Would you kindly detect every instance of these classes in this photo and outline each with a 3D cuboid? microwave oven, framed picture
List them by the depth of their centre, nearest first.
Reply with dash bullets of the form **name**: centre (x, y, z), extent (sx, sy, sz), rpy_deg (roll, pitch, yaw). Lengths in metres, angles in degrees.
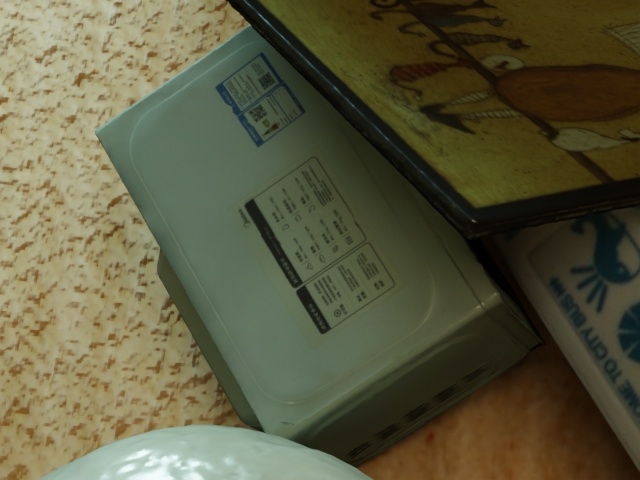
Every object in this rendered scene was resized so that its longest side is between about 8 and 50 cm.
- **framed picture**: centre (0.124, -0.105, 1.019), extent (0.338, 0.014, 0.255), rpy_deg (-10, 44, -38)
- **microwave oven**: centre (0.000, 0.000, 1.029), extent (0.162, 0.122, 0.208), rpy_deg (-34, 68, 7)

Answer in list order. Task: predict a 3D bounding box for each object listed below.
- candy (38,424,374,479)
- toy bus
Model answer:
- **candy**: centre (-0.048, 0.223, 0.878), extent (0.295, 0.185, 0.295), rpy_deg (0, 90, 7)
- **toy bus**: centre (0.207, 0.078, 0.991), extent (0.106, 0.131, 0.297), rpy_deg (-41, 65, 21)
